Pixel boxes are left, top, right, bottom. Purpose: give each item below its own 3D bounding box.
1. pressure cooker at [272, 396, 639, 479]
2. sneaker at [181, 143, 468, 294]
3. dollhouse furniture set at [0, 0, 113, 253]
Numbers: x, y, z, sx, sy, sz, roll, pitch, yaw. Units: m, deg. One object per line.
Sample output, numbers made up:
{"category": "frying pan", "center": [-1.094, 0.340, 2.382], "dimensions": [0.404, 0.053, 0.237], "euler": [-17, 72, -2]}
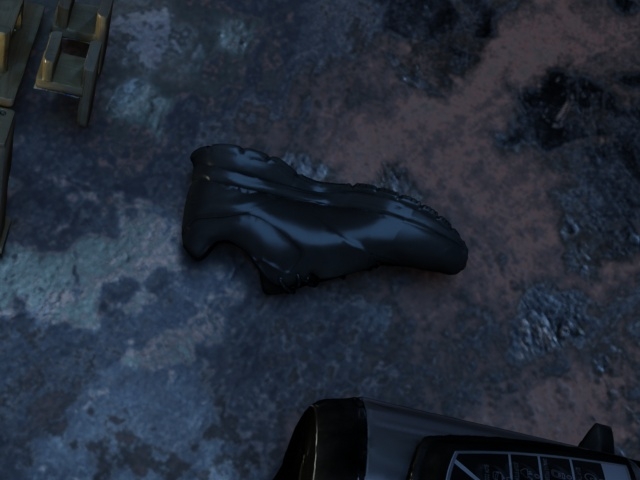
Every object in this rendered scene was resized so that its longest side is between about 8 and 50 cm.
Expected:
{"category": "pressure cooker", "center": [0.152, 0.335, 1.258], "dimensions": [0.420, 0.375, 0.369], "euler": [14, 96, -5]}
{"category": "sneaker", "center": [0.000, 0.000, 1.480], "dimensions": [0.286, 0.109, 0.130], "euler": [15, 81, 3]}
{"category": "dollhouse furniture set", "center": [-0.329, -0.136, 1.463], "dimensions": [0.212, 0.161, 0.242], "euler": [12, 50, -6]}
